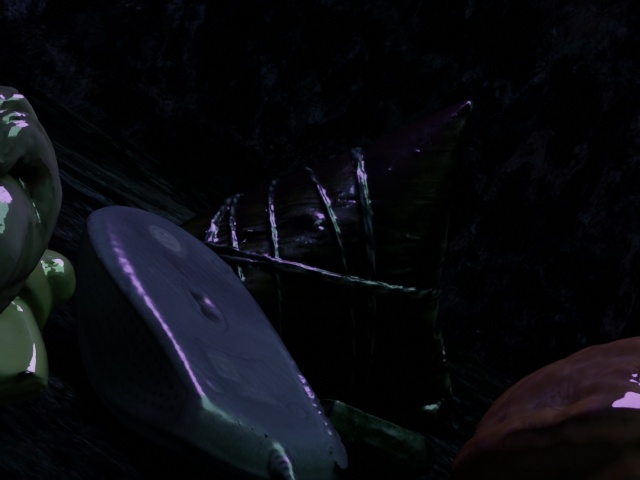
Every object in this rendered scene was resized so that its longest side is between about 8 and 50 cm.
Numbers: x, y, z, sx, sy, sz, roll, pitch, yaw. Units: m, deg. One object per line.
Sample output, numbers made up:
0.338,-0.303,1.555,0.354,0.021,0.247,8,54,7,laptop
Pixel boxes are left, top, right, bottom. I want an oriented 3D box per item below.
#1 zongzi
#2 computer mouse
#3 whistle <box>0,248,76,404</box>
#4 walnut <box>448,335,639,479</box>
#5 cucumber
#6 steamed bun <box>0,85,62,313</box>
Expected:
0.000,0.000,1.667,0.383,0.362,0.319,14,15,-3,zongzi
-0.113,0.111,1.401,0.188,0.122,0.371,21,21,-39,computer mouse
-0.260,0.044,1.259,0.141,0.141,0.294,30,25,-43,whistle
0.279,0.241,1.516,0.344,0.306,0.306,-8,-23,34,walnut
0.040,0.216,1.691,0.115,0.063,0.244,1,-16,40,cucumber
-0.282,-0.008,1.128,0.218,0.211,0.144,7,-33,17,steamed bun
